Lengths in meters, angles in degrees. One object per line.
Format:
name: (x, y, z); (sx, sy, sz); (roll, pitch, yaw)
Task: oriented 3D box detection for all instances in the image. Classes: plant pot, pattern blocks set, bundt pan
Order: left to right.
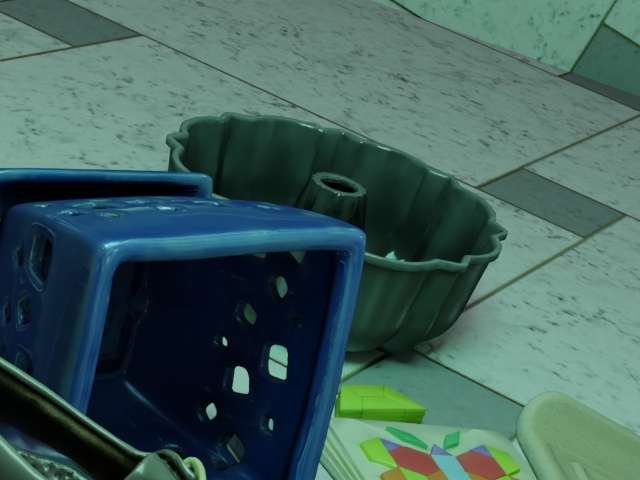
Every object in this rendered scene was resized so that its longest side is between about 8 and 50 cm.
plant pot: (-0.136, 0.070, 1.271); (0.236, 0.236, 0.212); (-1, 21, -41)
bundt pan: (0.000, 0.000, 1.685); (0.330, 0.124, 0.331); (16, 22, -6)
pattern blocks set: (0.100, 0.191, 1.424); (0.324, 0.026, 0.285); (-1, 27, -38)

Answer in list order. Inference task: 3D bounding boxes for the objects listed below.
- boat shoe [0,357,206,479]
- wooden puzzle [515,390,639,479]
boat shoe: (-0.117, 0.156, 0.998); (0.324, 0.097, 0.116); (29, 20, 10)
wooden puzzle: (0.280, 0.280, 1.190); (0.322, 0.080, 0.348); (29, 21, -21)
